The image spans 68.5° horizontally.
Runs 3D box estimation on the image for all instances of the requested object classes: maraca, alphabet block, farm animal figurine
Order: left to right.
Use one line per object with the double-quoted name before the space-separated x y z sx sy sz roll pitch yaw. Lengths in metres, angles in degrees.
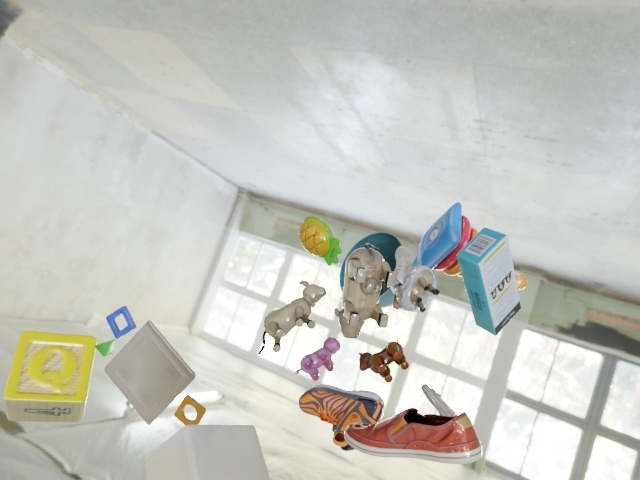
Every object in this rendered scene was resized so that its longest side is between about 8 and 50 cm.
"alphabet block" -0.740 0.381 1.301 0.193 0.193 0.197 9 141 -24
"maraca" 0.000 0.000 1.489 0.099 0.127 0.185 -19 -132 -38
"farm animal figurine" 0.060 0.154 1.069 0.329 0.327 0.172 23 -171 -16

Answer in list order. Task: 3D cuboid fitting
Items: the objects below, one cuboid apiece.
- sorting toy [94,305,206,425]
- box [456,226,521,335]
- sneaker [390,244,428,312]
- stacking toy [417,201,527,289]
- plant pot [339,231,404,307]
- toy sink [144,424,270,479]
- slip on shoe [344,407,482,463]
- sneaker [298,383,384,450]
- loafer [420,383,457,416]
"sorting toy" -0.408 0.319 1.142 0.348 0.196 0.047 46 -167 11
"box" 0.379 0.095 1.047 0.060 0.100 0.244 29 153 48
"sneaker" 0.261 0.109 1.439 0.092 0.229 0.087 9 141 -21
"stacking toy" 0.427 0.053 1.262 0.301 0.175 0.166 28 134 -9
"plant pot" 0.244 0.139 1.791 0.195 0.291 0.290 35 166 -38
"toy sink" -0.166 0.429 0.737 0.152 0.131 0.234 25 -150 -48
"slip on shoe" 0.196 0.428 1.059 0.331 0.102 0.123 -15 169 39
"sneaker" 0.043 0.583 1.554 0.320 0.180 0.125 -11 116 30
"loafer" 0.338 0.459 1.340 0.125 0.039 0.045 53 167 28
